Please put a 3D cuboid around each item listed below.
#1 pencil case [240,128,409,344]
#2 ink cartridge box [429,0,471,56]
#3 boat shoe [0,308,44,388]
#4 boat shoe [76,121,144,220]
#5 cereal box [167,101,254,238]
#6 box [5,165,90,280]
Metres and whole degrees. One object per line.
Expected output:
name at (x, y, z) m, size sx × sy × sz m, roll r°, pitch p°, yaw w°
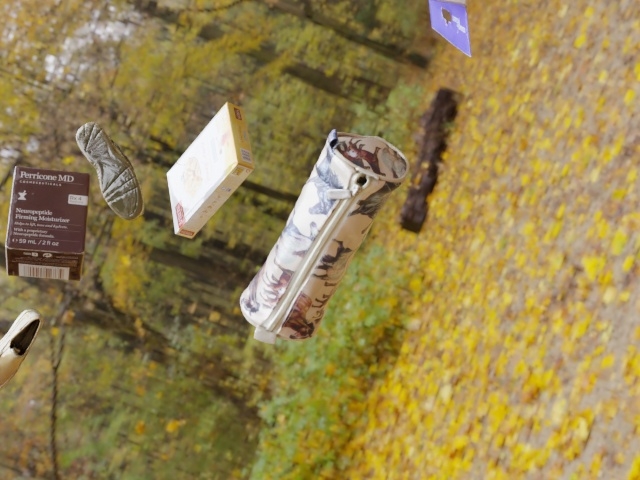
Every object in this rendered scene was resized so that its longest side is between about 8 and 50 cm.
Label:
pencil case at (0.000, 0.000, 1.694) m, size 0.410 × 0.160 × 0.183 m, roll -61°, pitch -8°, yaw 24°
ink cartridge box at (0.107, -0.300, 0.933) m, size 0.206 × 0.045 × 0.208 m, roll -101°, pitch 4°, yaw -70°
boat shoe at (-0.637, 0.231, 1.936) m, size 0.190 × 0.068 × 0.072 m, roll -63°, pitch 29°, yaw -3°
boat shoe at (-0.404, -0.135, 1.851) m, size 0.080 × 0.223 × 0.073 m, roll -35°, pitch -14°, yaw 7°
cereal box at (-0.227, -0.140, 1.894) m, size 0.240 × 0.047 × 0.173 m, roll -44°, pitch 44°, yaw 34°
box at (-0.613, -0.034, 2.104) m, size 0.167 × 0.168 × 0.203 m, roll 123°, pitch 149°, yaw -61°
